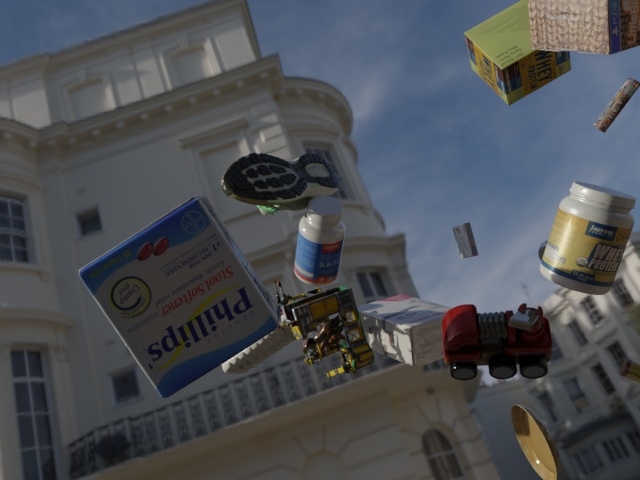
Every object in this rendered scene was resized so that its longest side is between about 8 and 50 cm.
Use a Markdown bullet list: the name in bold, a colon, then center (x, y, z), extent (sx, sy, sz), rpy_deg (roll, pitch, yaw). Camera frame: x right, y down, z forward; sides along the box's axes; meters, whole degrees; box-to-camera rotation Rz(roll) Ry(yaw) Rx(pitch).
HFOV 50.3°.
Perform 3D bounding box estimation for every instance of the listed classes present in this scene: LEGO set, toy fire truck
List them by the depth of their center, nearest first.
- **toy fire truck**: center (0.351, 0.181, 1.353), extent (0.217, 0.158, 0.246), rpy_deg (-3, -43, 11)
- **LEGO set**: center (-0.023, 0.241, 1.785), extent (0.192, 0.255, 0.331), rpy_deg (-18, 14, -20)

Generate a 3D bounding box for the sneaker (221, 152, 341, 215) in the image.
- **sneaker**: center (-0.116, -0.116, 1.791), extent (0.410, 0.158, 0.182), rpy_deg (-8, -34, -52)

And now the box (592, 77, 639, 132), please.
- **box**: center (0.716, -0.328, 1.650), extent (0.137, 0.027, 0.094), rpy_deg (-58, -7, 20)

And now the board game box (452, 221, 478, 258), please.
- **board game box**: center (0.386, 0.001, 1.818), extent (0.020, 0.090, 0.090), rpy_deg (-14, -3, -10)

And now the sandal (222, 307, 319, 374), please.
- **sandal**: center (-0.142, 0.261, 2.056), extent (0.416, 0.102, 0.169), rpy_deg (-35, -26, 9)

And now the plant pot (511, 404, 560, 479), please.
- **plant pot**: center (0.625, 0.581, 1.964), extent (0.032, 0.236, 0.236), rpy_deg (-20, -29, -9)

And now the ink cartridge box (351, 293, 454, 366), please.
- **ink cartridge box**: center (0.252, 0.250, 1.954), extent (0.207, 0.117, 0.283), rpy_deg (-12, 12, -31)

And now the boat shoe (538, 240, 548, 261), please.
- **boat shoe**: center (0.607, 0.032, 1.720), extent (0.065, 0.083, 0.183), rpy_deg (-1, -32, 42)

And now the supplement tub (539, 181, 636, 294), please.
- **supplement tub**: center (0.536, -0.006, 1.365), extent (0.144, 0.144, 0.200), rpy_deg (2, -71, -35)

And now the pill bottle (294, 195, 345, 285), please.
- **pill bottle**: center (0.000, 0.000, 1.798), extent (0.124, 0.124, 0.221), rpy_deg (-9, -51, -21)

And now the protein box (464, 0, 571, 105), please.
- **protein box**: center (0.534, -0.513, 1.850), extent (0.199, 0.201, 0.136), rpy_deg (-30, -41, 2)

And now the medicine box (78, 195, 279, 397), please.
- **medicine box**: center (-0.261, 0.101, 1.313), extent (0.263, 0.289, 0.149), rpy_deg (-33, 6, -1)

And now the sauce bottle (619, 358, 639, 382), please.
- **sauce bottle**: center (0.705, 0.293, 1.447), extent (0.128, 0.042, 0.042), rpy_deg (23, -30, 11)

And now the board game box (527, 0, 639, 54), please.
- **board game box**: center (0.614, -0.487, 1.388), extent (0.291, 0.232, 0.141), rpy_deg (-19, -66, -17)
